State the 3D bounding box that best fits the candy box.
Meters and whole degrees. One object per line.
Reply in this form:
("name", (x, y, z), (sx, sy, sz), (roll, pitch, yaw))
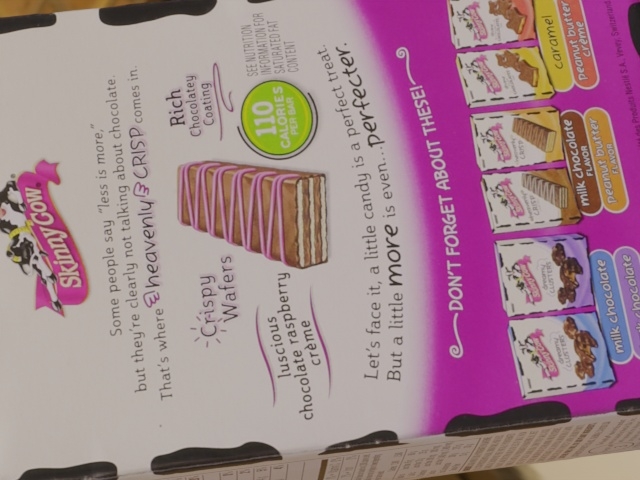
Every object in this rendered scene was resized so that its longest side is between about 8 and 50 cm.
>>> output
("candy box", (0.000, 0.000, 0.511), (0.233, 0.071, 0.159), (-6, -111, -6))
